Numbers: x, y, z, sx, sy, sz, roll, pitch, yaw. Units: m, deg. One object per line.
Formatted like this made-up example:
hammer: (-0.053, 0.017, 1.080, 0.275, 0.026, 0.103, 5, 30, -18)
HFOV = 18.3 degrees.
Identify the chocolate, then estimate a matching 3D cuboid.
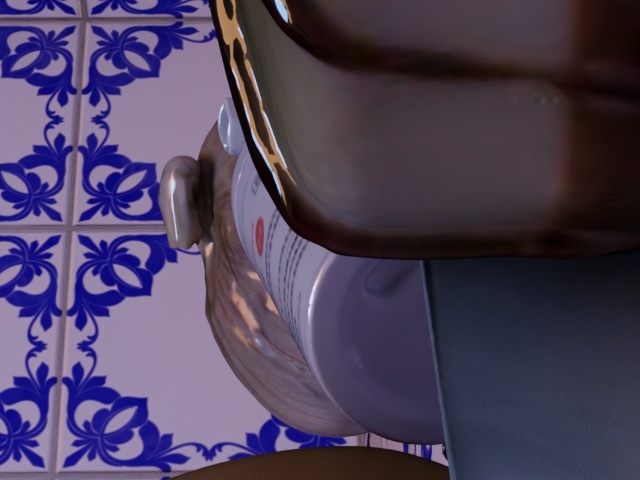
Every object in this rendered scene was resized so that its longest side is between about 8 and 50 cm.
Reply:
chocolate: (0.045, -0.130, 0.754, 0.283, 0.186, 0.284, 180, 90, -89)

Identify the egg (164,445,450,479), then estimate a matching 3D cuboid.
egg: (-0.038, 0.259, 0.923, 0.301, 0.374, 0.301, 43, 166, 14)

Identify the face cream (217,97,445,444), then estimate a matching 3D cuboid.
face cream: (0.022, -0.023, 1.169, 0.370, 0.145, 0.145, -121, 29, -65)

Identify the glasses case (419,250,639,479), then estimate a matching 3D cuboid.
glasses case: (0.085, 0.048, 0.776, 0.266, 0.105, 0.056, -92, 15, -60)

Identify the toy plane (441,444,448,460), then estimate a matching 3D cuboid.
toy plane: (0.091, 0.161, 1.091, 0.169, 0.078, 0.246, 2, 88, 61)

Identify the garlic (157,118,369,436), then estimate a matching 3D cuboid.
garlic: (0.017, 0.002, 1.514, 0.322, 0.241, 0.322, -20, -90, -83)
